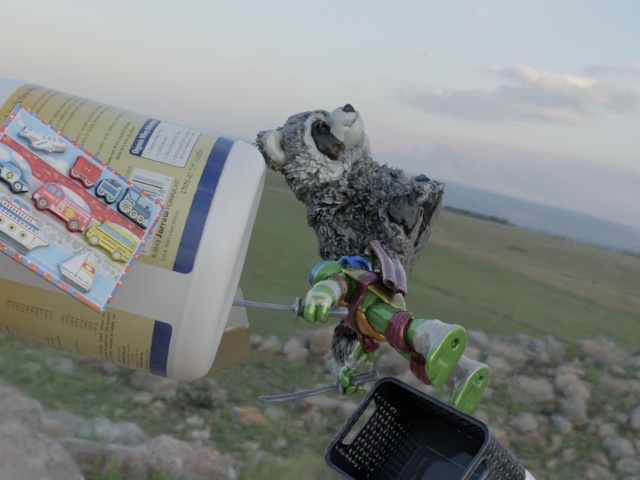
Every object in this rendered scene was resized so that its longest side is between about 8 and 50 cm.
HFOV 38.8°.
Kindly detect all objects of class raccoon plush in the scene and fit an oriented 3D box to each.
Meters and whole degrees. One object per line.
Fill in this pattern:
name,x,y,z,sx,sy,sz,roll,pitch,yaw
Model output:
raccoon plush,0.000,0.000,1.489,0.299,0.446,0.216,26,10,13

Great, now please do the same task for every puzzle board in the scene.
puzzle board,-0.180,-0.022,0.632,0.128,0.096,0.011,37,-31,-21

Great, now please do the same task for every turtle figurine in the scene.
turtle figurine,0.042,0.136,1.078,0.274,0.198,0.266,-25,34,-37

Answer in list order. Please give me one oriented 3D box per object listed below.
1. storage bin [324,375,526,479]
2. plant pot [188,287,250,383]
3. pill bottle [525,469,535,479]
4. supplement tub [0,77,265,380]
storage bin,0.106,0.234,0.948,0.180,0.122,0.084,20,-23,53
plant pot,-0.153,0.123,1.294,0.096,0.109,0.109,-9,48,-9
pill bottle,0.197,0.449,1.460,0.176,0.176,0.318,10,-19,-30
supplement tub,-0.227,-0.016,0.829,0.316,0.228,0.228,16,4,-2
